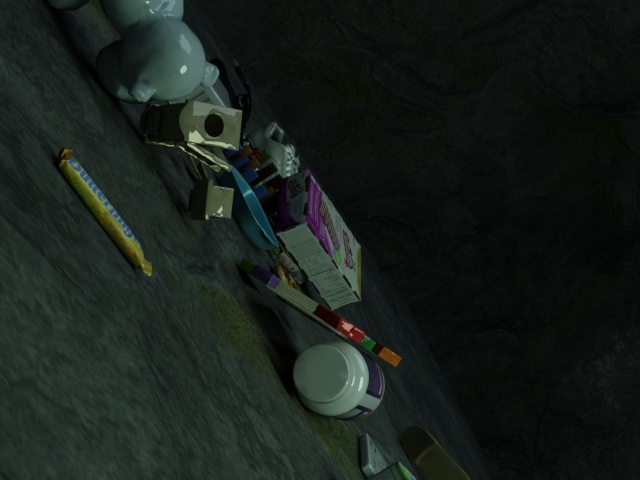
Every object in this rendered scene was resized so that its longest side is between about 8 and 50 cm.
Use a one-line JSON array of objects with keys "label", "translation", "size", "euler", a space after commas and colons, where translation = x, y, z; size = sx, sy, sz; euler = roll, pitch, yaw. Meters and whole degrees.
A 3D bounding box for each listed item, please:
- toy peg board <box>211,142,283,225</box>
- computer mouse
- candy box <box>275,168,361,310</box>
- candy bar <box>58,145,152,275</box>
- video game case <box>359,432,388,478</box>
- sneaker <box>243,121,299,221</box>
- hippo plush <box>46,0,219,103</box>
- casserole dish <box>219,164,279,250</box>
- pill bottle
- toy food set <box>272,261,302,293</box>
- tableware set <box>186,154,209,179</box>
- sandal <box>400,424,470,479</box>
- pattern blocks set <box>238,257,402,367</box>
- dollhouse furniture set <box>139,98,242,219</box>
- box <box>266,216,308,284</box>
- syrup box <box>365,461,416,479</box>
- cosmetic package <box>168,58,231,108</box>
[{"label": "toy peg board", "translation": [-0.126, -0.124, 2.271], "size": [0.161, 0.079, 0.160], "euler": [60, 5, 19]}, {"label": "computer mouse", "translation": [-0.205, -0.308, 2.380], "size": [0.184, 0.060, 0.262], "euler": [108, -30, -45]}, {"label": "candy box", "translation": [0.000, 0.000, 2.249], "size": [0.233, 0.071, 0.159], "euler": [56, 24, -38]}, {"label": "candy bar", "translation": [-0.224, -0.029, 1.207], "size": [0.161, 0.018, 0.040], "euler": [57, 5, -22]}, {"label": "video game case", "translation": [0.106, 0.387, 1.827], "size": [0.143, 0.019, 0.157], "euler": [58, 5, -6]}, {"label": "sneaker", "translation": [-0.092, -0.139, 2.464], "size": [0.292, 0.118, 0.110], "euler": [64, 6, 34]}, {"label": "hippo plush", "translation": [-0.217, -0.312, 1.586], "size": [0.294, 0.234, 0.236], "euler": [-8, -72, 50]}, {"label": "casserole dish", "translation": [-0.131, -0.054, 2.066], "size": [0.114, 0.037, 0.188], "euler": [52, 9, -48]}, {"label": "pill bottle", "translation": [0.023, 0.199, 1.660], "size": [0.108, 0.108, 0.193], "euler": [60, 5, 18]}, {"label": "toy food set", "translation": [-0.059, 0.076, 2.063], "size": [0.083, 0.020, 0.082], "euler": [57, 6, -9]}, {"label": "tableware set", "translation": [-0.194, -0.129, 1.819], "size": [0.104, 0.024, 0.154], "euler": [-122, -172, -65]}, {"label": "sandal", "translation": [0.246, 0.466, 2.269], "size": [0.240, 0.088, 0.079], "euler": [56, 9, 33]}, {"label": "pattern blocks set", "translation": [-0.005, 0.110, 1.746], "size": [0.285, 0.026, 0.325], "euler": [31, -4, 28]}, {"label": "dollhouse furniture set", "translation": [-0.212, -0.111, 1.656], "size": [0.101, 0.160, 0.182], "euler": [8, -3, -39]}, {"label": "box", "translation": [-0.072, 0.020, 2.217], "size": [0.094, 0.027, 0.137], "euler": [62, 7, 30]}, {"label": "syrup box", "translation": [0.121, 0.407, 1.447], "size": [0.093, 0.096, 0.236], "euler": [52, 7, -51]}, {"label": "cosmetic package", "translation": [-0.230, -0.276, 2.174], "size": [0.117, 0.086, 0.231], "euler": [57, 4, -20]}]
